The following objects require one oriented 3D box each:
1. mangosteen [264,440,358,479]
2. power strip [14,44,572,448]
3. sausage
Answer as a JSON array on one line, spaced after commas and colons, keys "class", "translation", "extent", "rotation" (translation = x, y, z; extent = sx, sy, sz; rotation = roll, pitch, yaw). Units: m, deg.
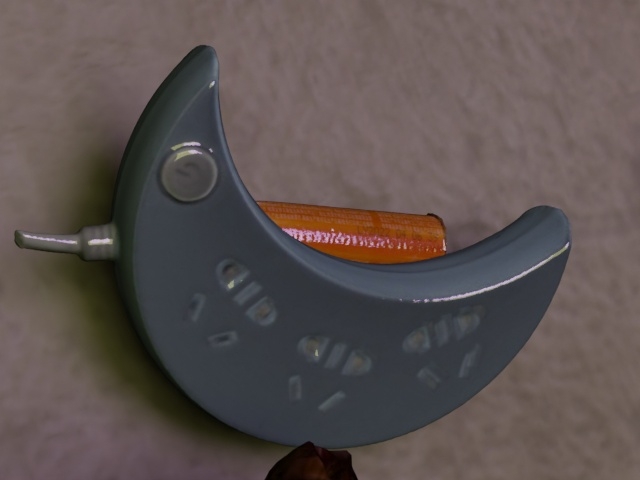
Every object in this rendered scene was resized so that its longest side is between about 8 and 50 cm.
[{"class": "mangosteen", "translation": [-0.050, 0.269, 0.314], "extent": [0.381, 0.381, 0.421], "rotation": [-4, 74, -23]}, {"class": "power strip", "translation": [-0.011, 0.012, 0.498], "extent": [0.216, 0.044, 0.137], "rotation": [20, 103, -26]}, {"class": "sausage", "translation": [0.000, 0.000, 0.540], "extent": [0.107, 0.031, 0.031], "rotation": [3, 83, -21]}]
